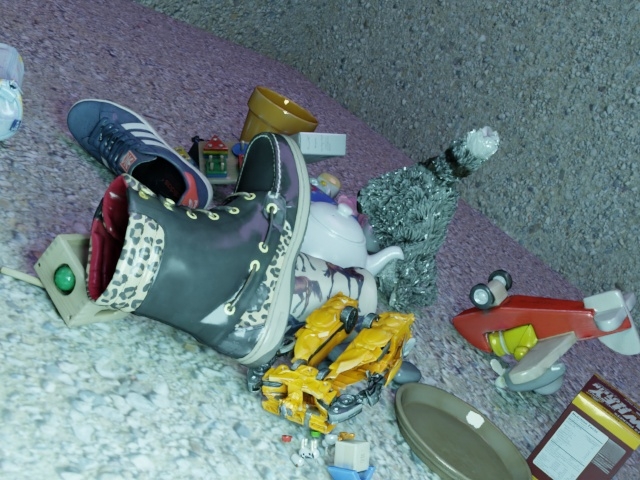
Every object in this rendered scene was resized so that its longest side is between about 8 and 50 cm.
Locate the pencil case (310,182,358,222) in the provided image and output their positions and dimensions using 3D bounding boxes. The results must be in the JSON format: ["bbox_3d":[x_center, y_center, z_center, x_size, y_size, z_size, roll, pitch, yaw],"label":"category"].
[{"bbox_3d":[-0.045,-0.078,1.991,0.119,0.133,0.306,-24,52,-40],"label":"pencil case"}]

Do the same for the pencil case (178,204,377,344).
[{"bbox_3d":[-0.090,0.072,1.425,0.410,0.160,0.183,19,34,-34],"label":"pencil case"}]

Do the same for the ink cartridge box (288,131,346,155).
[{"bbox_3d":[-0.092,-0.238,2.133,0.239,0.060,0.275,1,0,-20],"label":"ink cartridge box"}]

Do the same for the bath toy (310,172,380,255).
[{"bbox_3d":[0.053,-0.072,2.156,0.348,0.129,0.151,35,61,16],"label":"bath toy"}]

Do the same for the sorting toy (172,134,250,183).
[{"bbox_3d":[-0.220,-0.191,1.888,0.274,0.046,0.132,-1,48,-10],"label":"sorting toy"}]

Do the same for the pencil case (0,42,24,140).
[{"bbox_3d":[-0.629,-0.293,1.582,0.113,0.124,0.273,22,19,-29],"label":"pencil case"}]

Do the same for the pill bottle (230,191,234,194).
[{"bbox_3d":[-0.123,-0.071,1.846,0.112,0.112,0.187,40,18,24],"label":"pill bottle"}]

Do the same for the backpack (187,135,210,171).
[{"bbox_3d":[-0.257,-0.192,1.999,0.114,0.084,0.105,-2,40,-49],"label":"backpack"}]

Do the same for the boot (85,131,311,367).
[{"bbox_3d":[-0.169,-0.028,1.192,0.284,0.377,0.138,22,-24,-35],"label":"boot"}]

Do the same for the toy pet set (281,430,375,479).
[{"bbox_3d":[0.019,0.310,1.162,0.114,0.065,0.122,1,-6,34],"label":"toy pet set"}]

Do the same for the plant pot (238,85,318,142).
[{"bbox_3d":[-0.139,-0.306,2.345,0.205,0.188,0.205,29,16,-9],"label":"plant pot"}]

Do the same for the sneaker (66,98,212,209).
[{"bbox_3d":[-0.378,-0.170,1.651,0.350,0.131,0.148,34,13,5],"label":"sneaker"}]

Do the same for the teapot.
[{"bbox_3d":[0.000,0.000,1.731,0.256,0.187,0.252,9,29,-50],"label":"teapot"}]

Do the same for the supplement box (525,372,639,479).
[{"bbox_3d":[0.488,0.374,1.516,0.129,0.194,0.191,38,18,20],"label":"supplement box"}]

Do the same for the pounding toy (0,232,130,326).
[{"bbox_3d":[-0.348,0.056,1.172,0.130,0.100,0.141,54,26,19],"label":"pounding toy"}]

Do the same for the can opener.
[{"bbox_3d":[0.103,0.220,1.491,0.093,0.074,0.280,43,21,31],"label":"can opener"}]

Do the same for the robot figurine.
[{"bbox_3d":[0.022,0.187,1.259,0.211,0.085,0.291,16,34,26],"label":"robot figurine"}]

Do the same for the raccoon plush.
[{"bbox_3d":[0.245,-0.024,1.847,0.216,0.446,0.299,-7,72,-28],"label":"raccoon plush"}]

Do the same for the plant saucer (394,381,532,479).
[{"bbox_3d":[0.239,0.350,1.423,0.278,0.041,0.278,29,17,-10],"label":"plant saucer"}]

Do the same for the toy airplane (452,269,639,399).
[{"bbox_3d":[0.540,0.227,1.889,0.386,0.272,0.384,-7,14,-11],"label":"toy airplane"}]
